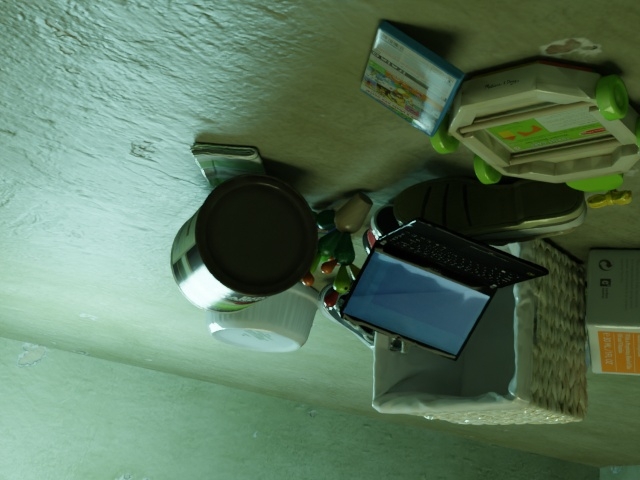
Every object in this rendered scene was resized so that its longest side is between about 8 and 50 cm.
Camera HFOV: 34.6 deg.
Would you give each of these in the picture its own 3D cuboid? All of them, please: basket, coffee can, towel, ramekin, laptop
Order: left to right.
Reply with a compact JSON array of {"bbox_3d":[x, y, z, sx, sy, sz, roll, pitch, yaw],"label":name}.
[{"bbox_3d":[-0.148,-0.118,1.708,0.113,0.023,0.152,6,161,8],"label":"towel"},{"bbox_3d":[-0.139,0.013,1.768,0.202,0.201,0.275,13,167,-14],"label":"coffee can"},{"bbox_3d":[-0.142,0.173,2.382,0.273,0.127,0.273,7,161,3],"label":"ramekin"},{"bbox_3d":[0.191,0.086,1.658,0.234,0.136,0.264,21,164,-14],"label":"laptop"},{"bbox_3d":[0.306,0.172,1.921,0.331,0.328,0.266,-11,157,42],"label":"basket"}]

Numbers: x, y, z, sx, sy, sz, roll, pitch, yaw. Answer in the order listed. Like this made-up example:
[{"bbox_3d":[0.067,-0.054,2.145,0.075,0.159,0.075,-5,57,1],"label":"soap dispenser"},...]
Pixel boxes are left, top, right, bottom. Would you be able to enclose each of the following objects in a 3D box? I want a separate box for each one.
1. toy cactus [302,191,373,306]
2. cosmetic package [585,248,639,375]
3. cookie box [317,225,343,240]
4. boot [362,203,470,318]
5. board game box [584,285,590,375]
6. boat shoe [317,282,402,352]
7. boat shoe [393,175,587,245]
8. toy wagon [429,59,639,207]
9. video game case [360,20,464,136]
[{"bbox_3d":[0.034,0.000,1.786,0.112,0.219,0.180,27,116,-23],"label":"toy cactus"},{"bbox_3d":[0.719,0.139,1.856,0.454,0.161,0.230,0,150,19],"label":"cosmetic package"},{"bbox_3d":[0.000,0.000,1.962,0.092,0.040,0.107,8,160,1],"label":"cookie box"},{"bbox_3d":[0.175,0.054,1.849,0.244,0.088,0.176,48,163,8],"label":"boot"},{"bbox_3d":[0.488,0.188,2.053,0.160,0.211,0.039,22,173,-36],"label":"board game box"},{"bbox_3d":[0.139,0.185,2.282,0.306,0.113,0.105,36,168,-24],"label":"boat shoe"},{"bbox_3d":[0.271,-0.036,1.645,0.302,0.113,0.103,0,154,19],"label":"boat shoe"},{"bbox_3d":[0.327,-0.135,1.410,0.267,0.068,0.344,-8,156,39],"label":"toy wagon"},{"bbox_3d":[0.113,-0.201,1.304,0.119,0.015,0.166,34,161,6],"label":"video game case"}]
